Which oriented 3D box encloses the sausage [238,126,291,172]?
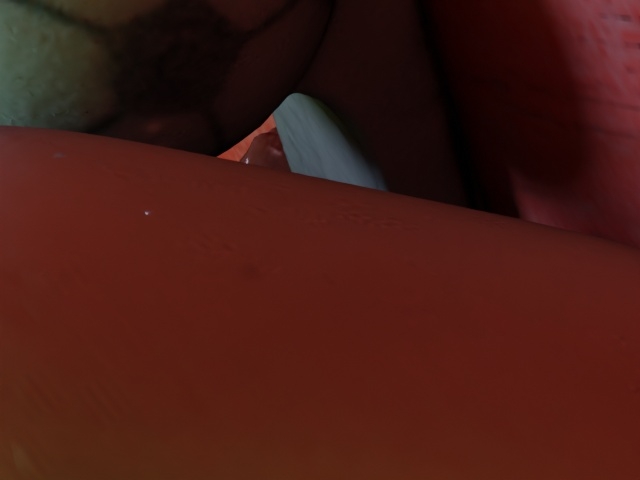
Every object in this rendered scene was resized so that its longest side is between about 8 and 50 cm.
[{"bbox_3d":[0.000,0.000,0.733,0.094,0.059,0.054,59,-156,11],"label":"sausage"}]

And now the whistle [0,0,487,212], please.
[{"bbox_3d":[-0.056,-0.066,0.572,0.163,0.163,0.290,45,162,46],"label":"whistle"}]

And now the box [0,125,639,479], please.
[{"bbox_3d":[-0.022,0.073,0.552,0.349,0.288,0.141,129,153,-76],"label":"box"}]
